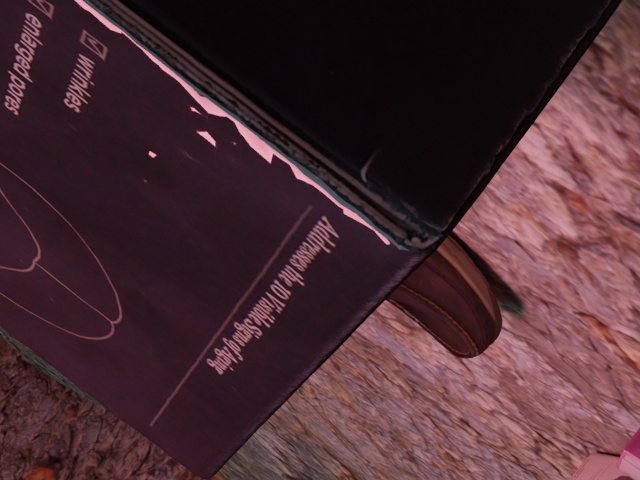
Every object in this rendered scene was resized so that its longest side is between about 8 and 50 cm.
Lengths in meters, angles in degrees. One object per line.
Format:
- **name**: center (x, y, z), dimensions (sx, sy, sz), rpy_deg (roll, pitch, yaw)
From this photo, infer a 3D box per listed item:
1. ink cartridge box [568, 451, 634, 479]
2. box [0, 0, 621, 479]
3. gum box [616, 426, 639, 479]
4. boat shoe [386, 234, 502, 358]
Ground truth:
- **ink cartridge box**: center (0.344, 0.294, 1.881), dimensions (0.158, 0.092, 0.218), rpy_deg (42, 167, -16)
- **box**: center (-0.120, -0.160, 1.057), dimensions (0.472, 0.297, 0.480), rpy_deg (39, 156, 0)
- **gum box**: center (0.341, 0.182, 1.509), dimensions (0.188, 0.107, 0.062), rpy_deg (34, 165, 13)
- **boat shoe**: center (0.000, 0.000, 1.710), dimensions (0.355, 0.130, 0.132), rpy_deg (39, 166, -6)
